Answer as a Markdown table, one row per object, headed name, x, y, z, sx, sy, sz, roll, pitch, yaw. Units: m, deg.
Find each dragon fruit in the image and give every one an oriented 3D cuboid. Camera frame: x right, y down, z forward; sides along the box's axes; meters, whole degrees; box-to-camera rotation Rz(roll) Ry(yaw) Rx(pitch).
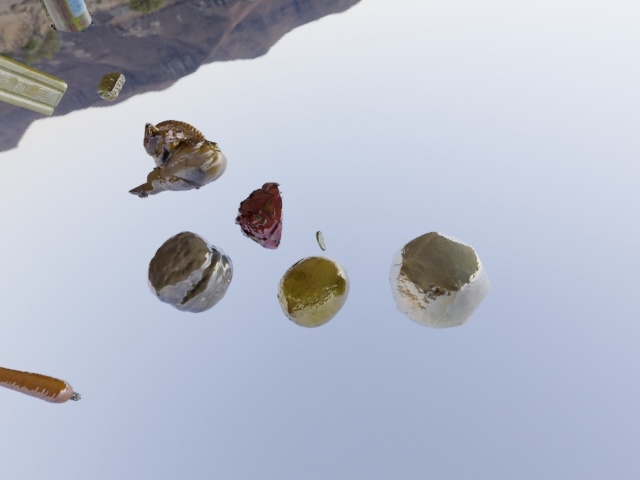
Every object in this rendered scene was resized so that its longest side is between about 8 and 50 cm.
| name | x | y | z | sx | sy | sz | roll | pitch | yaw |
| --- | --- | --- | --- | --- | --- | --- | --- | --- | --- |
| dragon fruit | -0.211 | -0.081 | 1.410 | 0.148 | 0.224 | 0.218 | 0 | -178 | -15 |

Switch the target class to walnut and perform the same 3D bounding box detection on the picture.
| name | x | y | z | sx | sy | sz | roll | pitch | yaw |
| --- | --- | --- | --- | --- | --- | --- | --- | --- | --- |
| walnut | -0.388 | 0.099 | 1.277 | 0.248 | 0.248 | 0.248 | -16 | -146 | 11 |

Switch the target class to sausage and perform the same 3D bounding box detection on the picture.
| name | x | y | z | sx | sy | sz | roll | pitch | yaw |
| --- | --- | --- | --- | --- | --- | --- | --- | --- | --- |
| sausage | -0.776 | -0.762 | 1.212 | 0.125 | 0.317 | 0.117 | -17 | -114 | -13 |

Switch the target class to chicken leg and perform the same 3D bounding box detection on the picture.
| name | x | y | z | sx | sy | sz | roll | pitch | yaw |
| --- | --- | --- | --- | --- | --- | --- | --- | --- | --- |
| chicken leg | -0.557 | -0.283 | 1.537 | 0.409 | 0.295 | 0.182 | -22 | -140 | 22 |

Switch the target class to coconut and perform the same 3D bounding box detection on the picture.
| name | x | y | z | sx | sy | sz | roll | pitch | yaw |
| --- | --- | --- | --- | --- | --- | --- | --- | --- | --- |
| coconut | 0.417 | 0.139 | 1.522 | 0.346 | 0.346 | 0.360 | -28 | 177 | -8 |

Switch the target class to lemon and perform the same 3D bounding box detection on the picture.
| name | x | y | z | sx | sy | sz | roll | pitch | yaw |
| --- | --- | --- | --- | --- | --- | --- | --- | --- | --- |
| lemon | -0.019 | 0.185 | 1.596 | 0.310 | 0.258 | 0.257 | -38 | -144 | -30 |

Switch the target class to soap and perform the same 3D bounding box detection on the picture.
| name | x | y | z | sx | sy | sz | roll | pitch | yaw |
| --- | --- | --- | --- | --- | --- | --- | --- | --- | --- |
| soap | -0.703 | -0.361 | 0.955 | 0.037 | 0.252 | 0.092 | 43 | -77 | 16 |

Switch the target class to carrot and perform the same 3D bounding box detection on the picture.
| name | x | y | z | sx | sy | sz | roll | pitch | yaw |
| --- | --- | --- | --- | --- | --- | --- | --- | --- | --- |
| carrot | -0.808 | 0.375 | 1.141 | 0.069 | 0.336 | 0.069 | -33 | -141 | 31 |

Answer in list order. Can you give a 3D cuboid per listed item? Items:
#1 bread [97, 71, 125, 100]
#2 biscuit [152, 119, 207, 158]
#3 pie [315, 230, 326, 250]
| name | x | y | z | sx | sy | sz | roll | pitch | yaw |
| --- | --- | --- | --- | --- | --- | --- | --- | --- | --- |
| bread | -0.729 | -0.536 | 1.476 | 0.060 | 0.066 | 0.110 | 6 | -113 | 23 |
| biscuit | -0.570 | -0.367 | 1.709 | 0.253 | 0.254 | 0.035 | -13 | -141 | 15 |
| pie | 0.000 | 0.001 | 1.579 | 0.021 | 0.084 | 0.084 | -17 | -146 | 12 |
